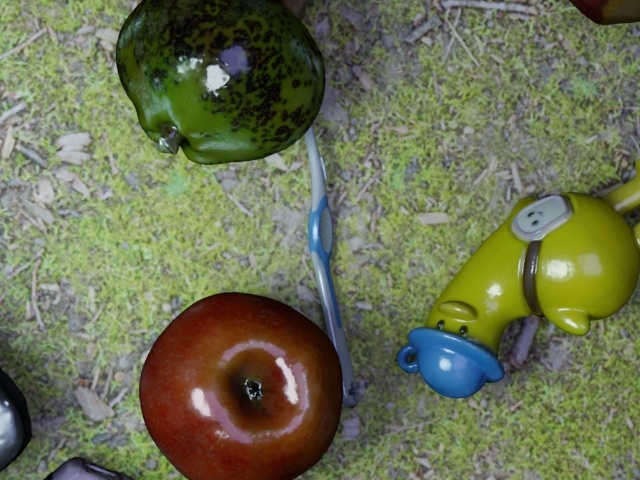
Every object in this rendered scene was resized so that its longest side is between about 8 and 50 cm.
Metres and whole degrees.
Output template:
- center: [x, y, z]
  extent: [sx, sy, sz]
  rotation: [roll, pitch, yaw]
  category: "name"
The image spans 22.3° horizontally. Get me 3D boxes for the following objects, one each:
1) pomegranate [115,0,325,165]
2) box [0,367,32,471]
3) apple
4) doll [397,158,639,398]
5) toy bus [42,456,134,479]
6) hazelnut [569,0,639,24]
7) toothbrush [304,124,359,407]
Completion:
- center: [-0.100, -0.206, 1.775]
  extent: [0.222, 0.276, 0.204]
  rotation: [38, 122, -15]
  category: "pomegranate"
- center: [-0.515, 0.171, 1.665]
  extent: [0.350, 0.091, 0.359]
  rotation: [-42, 87, 10]
  category: "box"
- center: [-0.084, 0.164, 1.741]
  extent: [0.218, 0.201, 0.218]
  rotation: [2, 80, -10]
  category: "apple"
- center: [0.241, 0.043, 1.832]
  extent: [0.363, 0.199, 0.145]
  rotation: [-33, 136, 4]
  category: "doll"
- center: [-0.272, 0.327, 1.732]
  extent: [0.202, 0.142, 0.142]
  rotation: [-38, 94, -8]
  category: "toy bus"
- center: [0.350, -0.356, 1.853]
  extent: [0.212, 0.181, 0.181]
  rotation: [-26, 121, -8]
  category: "hazelnut"
- center: [0.004, -0.001, 1.839]
  extent: [0.040, 0.040, 0.386]
  rotation: [-12, 90, -9]
  category: "toothbrush"
